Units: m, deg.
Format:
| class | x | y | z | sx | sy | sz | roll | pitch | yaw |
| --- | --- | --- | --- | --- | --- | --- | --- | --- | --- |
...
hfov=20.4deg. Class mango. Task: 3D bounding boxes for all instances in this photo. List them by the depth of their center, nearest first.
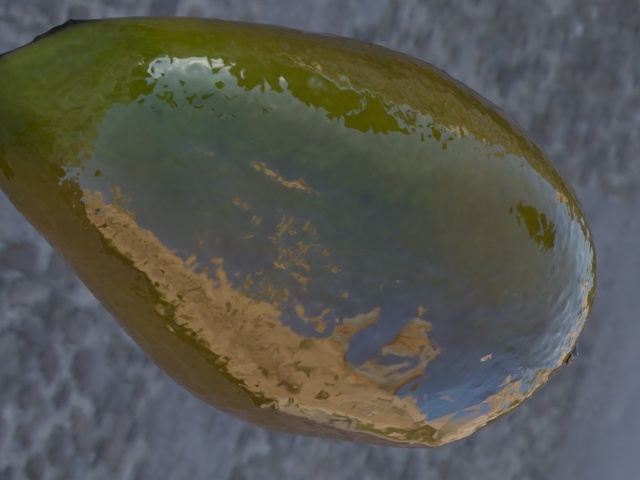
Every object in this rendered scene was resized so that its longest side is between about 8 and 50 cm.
| class | x | y | z | sx | sy | sz | roll | pitch | yaw |
| --- | --- | --- | --- | --- | --- | --- | --- | --- | --- |
| mango | 0.000 | 0.000 | 0.409 | 0.187 | 0.101 | 0.066 | 30 | 34 | -43 |
